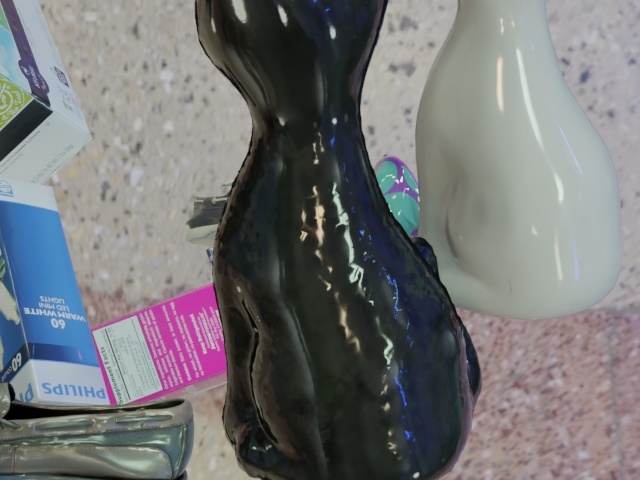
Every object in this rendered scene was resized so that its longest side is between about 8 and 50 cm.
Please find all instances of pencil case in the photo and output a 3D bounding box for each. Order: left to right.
[{"bbox_3d":[0.000,0.000,0.904,0.151,0.064,0.070,-28,45,-8],"label":"pencil case"}]

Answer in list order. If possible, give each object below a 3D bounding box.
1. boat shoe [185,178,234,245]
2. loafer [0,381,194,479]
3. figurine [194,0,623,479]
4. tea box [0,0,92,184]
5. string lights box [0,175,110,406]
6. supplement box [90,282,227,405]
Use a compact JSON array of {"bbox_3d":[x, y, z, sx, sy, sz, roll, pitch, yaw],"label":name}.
[{"bbox_3d":[-0.097,-0.045,1.769,0.095,0.254,0.079,8,77,-33],"label":"boat shoe"},{"bbox_3d":[-0.229,0.142,1.014,0.267,0.096,0.084,11,100,-15],"label":"loafer"},{"bbox_3d":[0.039,-0.049,0.474,0.092,0.209,0.215,12,33,34],"label":"figurine"},{"bbox_3d":[-0.513,-0.239,1.680,0.220,0.323,0.329,-40,49,13],"label":"tea box"},{"bbox_3d":[-0.286,0.080,1.218,0.076,0.133,0.260,12,43,-40],"label":"string lights box"},{"bbox_3d":[-0.169,0.131,1.600,0.220,0.111,0.114,-19,79,-5],"label":"supplement box"}]
